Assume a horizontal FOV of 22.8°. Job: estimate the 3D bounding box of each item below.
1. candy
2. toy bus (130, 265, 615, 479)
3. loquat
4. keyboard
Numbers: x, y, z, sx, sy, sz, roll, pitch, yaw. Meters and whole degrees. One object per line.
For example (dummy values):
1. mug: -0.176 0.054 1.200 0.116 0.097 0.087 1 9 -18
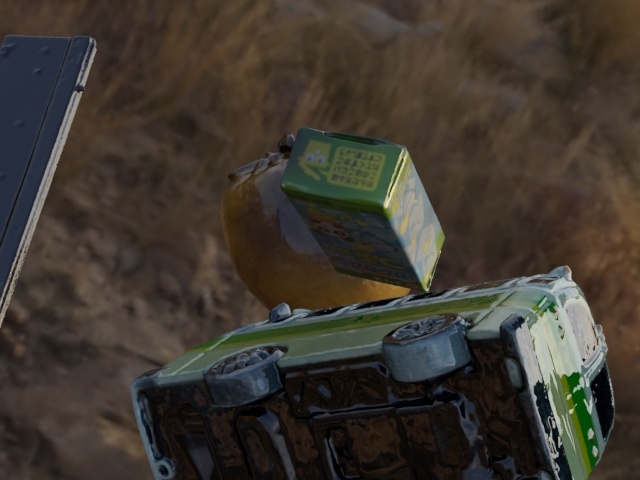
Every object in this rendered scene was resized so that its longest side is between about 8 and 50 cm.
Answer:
1. candy: 0.041 -0.024 1.364 0.097 0.062 0.194 11 -19 20
2. toy bus: 0.038 0.105 0.986 0.276 0.134 0.165 -10 13 33
3. loquat: 0.000 0.000 1.774 0.238 0.193 0.238 42 28 -29
4. keyboard: -0.276 -0.059 1.390 0.101 0.018 0.310 2 57 16
